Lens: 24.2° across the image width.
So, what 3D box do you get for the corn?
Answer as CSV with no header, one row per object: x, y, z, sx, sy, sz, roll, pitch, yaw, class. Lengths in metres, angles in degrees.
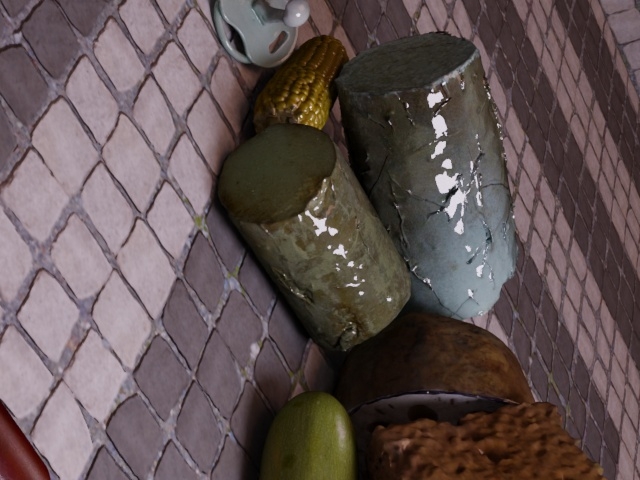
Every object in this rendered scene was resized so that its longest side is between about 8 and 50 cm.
-0.021,-0.195,1.932,0.091,0.091,0.260,56,26,-18,corn

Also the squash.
-0.008,0.254,1.697,0.123,0.123,0.186,45,41,-47,squash

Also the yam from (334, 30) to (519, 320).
0.135,-0.087,1.957,0.241,0.241,0.348,-61,146,-54,yam

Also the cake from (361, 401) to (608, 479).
0.194,0.373,1.706,0.255,0.282,0.290,-119,-152,-46,cake

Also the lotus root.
0.151,0.203,1.891,0.272,0.272,0.192,54,23,-37,lotus root

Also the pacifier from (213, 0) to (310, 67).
-0.066,-0.282,1.862,0.127,0.117,0.150,-45,125,-31,pacifier

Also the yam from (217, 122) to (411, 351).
0.000,0.000,1.804,0.268,0.161,0.161,59,31,-35,yam

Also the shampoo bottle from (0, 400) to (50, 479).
-0.290,0.176,1.243,0.260,0.064,0.102,63,25,-26,shampoo bottle
